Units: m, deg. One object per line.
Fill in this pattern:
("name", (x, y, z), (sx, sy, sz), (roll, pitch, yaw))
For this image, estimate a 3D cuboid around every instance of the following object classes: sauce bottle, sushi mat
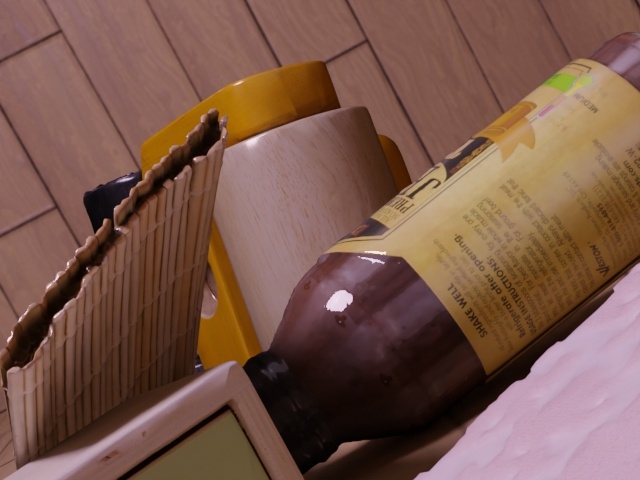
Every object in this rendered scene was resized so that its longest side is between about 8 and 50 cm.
("sauce bottle", (0.063, 0.026, 0.781), (0.344, 0.111, 0.111), (-37, 5, -10))
("sushi mat", (-0.098, 0.076, 0.719), (0.151, 0.019, 0.316), (-52, -13, -29))

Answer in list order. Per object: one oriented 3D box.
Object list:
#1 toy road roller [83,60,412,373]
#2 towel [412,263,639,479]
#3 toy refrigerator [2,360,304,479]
("toy road roller", (0.000, 0.000, 1.045), (0.240, 0.202, 0.329), (-18, -3, -30))
("towel", (0.179, 0.008, 0.377), (0.332, 0.053, 0.317), (-42, 8, -18))
("toy refrigerator", (-0.117, 0.153, 0.539), (0.269, 0.102, 0.094), (-31, 5, -43))
